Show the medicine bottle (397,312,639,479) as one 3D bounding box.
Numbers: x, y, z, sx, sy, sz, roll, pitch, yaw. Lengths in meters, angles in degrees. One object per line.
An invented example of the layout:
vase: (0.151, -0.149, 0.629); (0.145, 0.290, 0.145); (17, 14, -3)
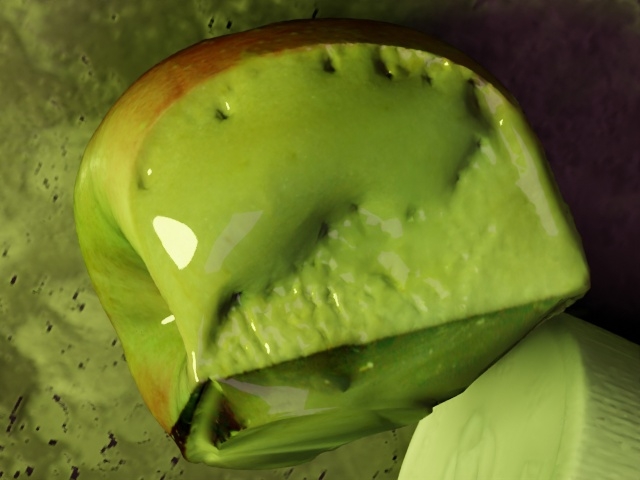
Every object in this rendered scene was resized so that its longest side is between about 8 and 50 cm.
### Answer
medicine bottle: (0.209, 0.169, 0.837); (0.332, 0.190, 0.190); (22, 116, -21)

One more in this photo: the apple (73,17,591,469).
apple: (0.000, 0.000, 0.713); (0.188, 0.174, 0.207); (-23, 122, -18)
